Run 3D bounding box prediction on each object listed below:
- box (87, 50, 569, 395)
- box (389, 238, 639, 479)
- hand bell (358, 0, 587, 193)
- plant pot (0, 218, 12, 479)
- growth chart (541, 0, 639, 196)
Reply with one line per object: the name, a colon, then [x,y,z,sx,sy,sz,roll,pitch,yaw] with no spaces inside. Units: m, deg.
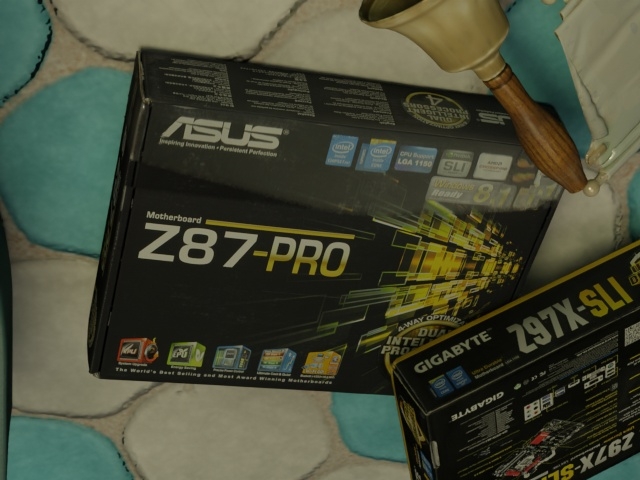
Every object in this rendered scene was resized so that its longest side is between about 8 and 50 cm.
box: [0.000,0.000,1.282,0.395,0.097,0.318,6,126,-15]
box: [0.237,0.152,1.377,0.322,0.079,0.257,-25,140,-11]
hand bell: [0.150,-0.130,1.147,0.126,0.126,0.242,-31,115,17]
plant pot: [-0.382,0.052,1.179,0.247,0.248,0.252,5,102,-12]
growth chart: [0.263,-0.173,1.178,0.172,0.021,0.237,-40,131,-20]
